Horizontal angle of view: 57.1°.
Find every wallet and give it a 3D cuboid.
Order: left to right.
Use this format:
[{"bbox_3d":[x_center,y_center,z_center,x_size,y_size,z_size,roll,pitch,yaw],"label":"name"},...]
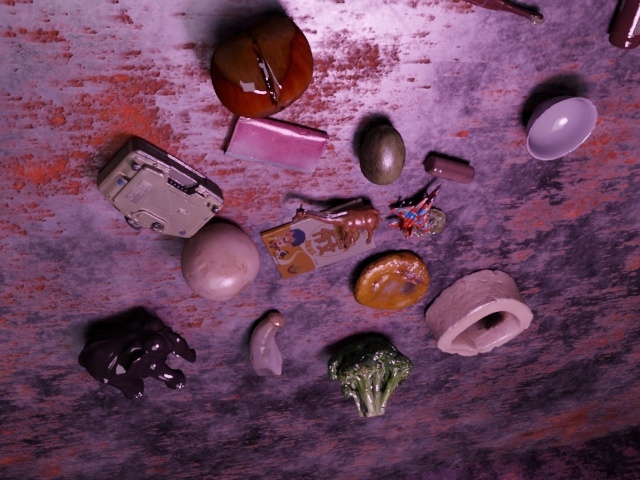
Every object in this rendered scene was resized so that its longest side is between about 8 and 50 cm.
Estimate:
[{"bbox_3d":[-0.102,-0.229,1.399,0.232,0.025,0.119,9,132,-26],"label":"wallet"}]

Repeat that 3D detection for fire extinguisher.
[{"bbox_3d":[0.718,-0.550,1.302,0.099,0.071,0.231,-31,143,-27],"label":"fire extinguisher"}]

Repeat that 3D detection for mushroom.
[{"bbox_3d":[-0.263,0.049,1.552,0.206,0.209,0.207,-3,107,-11],"label":"mushroom"},{"bbox_3d":[-0.178,0.341,1.927,0.118,0.103,0.270,-5,131,-12],"label":"mushroom"}]

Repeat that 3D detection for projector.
[{"bbox_3d":[-0.383,-0.103,1.396,0.193,0.088,0.269,-40,133,20],"label":"projector"}]

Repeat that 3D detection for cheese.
[{"bbox_3d":[0.543,0.264,2.035,0.332,0.153,0.292,-35,135,20],"label":"cheese"}]

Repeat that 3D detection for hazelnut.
[{"bbox_3d":[-0.111,-0.332,1.177,0.212,0.181,0.181,-26,118,-5],"label":"hazelnut"}]

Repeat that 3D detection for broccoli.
[{"bbox_3d":[0.172,0.477,2.073,0.307,0.275,0.308,-2,163,-1],"label":"broccoli"}]

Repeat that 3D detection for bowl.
[{"bbox_3d":[0.595,-0.305,1.500,0.188,0.086,0.189,-10,137,-10],"label":"bowl"}]

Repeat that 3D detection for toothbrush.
[{"bbox_3d":[0.328,-0.512,1.230,0.363,0.041,0.041,8,132,-25],"label":"toothbrush"}]

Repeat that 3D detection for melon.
[{"bbox_3d":[0.151,-0.203,1.443,0.114,0.114,0.167,-8,137,-10],"label":"melon"}]

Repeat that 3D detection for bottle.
[{"bbox_3d":[0.345,-0.188,1.567,0.140,0.053,0.053,10,131,-27],"label":"bottle"}]

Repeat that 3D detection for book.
[{"bbox_3d":[0.000,0.000,1.681,0.295,0.020,0.208,-20,137,3],"label":"book"}]

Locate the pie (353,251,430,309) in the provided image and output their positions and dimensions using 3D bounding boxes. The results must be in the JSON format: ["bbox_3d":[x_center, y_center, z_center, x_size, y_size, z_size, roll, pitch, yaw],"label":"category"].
[{"bbox_3d":[0.226,0.136,1.860,0.273,0.069,0.273,-10,139,-9],"label":"pie"}]

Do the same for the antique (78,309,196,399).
[{"bbox_3d":[-0.550,0.345,1.746,0.322,0.185,0.255,-12,139,0],"label":"antique"}]

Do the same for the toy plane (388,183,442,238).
[{"bbox_3d":[0.277,-0.090,1.641,0.130,0.061,0.189,30,111,-16],"label":"toy plane"}]

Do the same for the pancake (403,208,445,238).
[{"bbox_3d":[0.306,-0.050,1.723,0.129,0.023,0.116,-3,133,-15],"label":"pancake"}]

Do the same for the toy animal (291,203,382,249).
[{"bbox_3d":[0.051,-0.050,1.579,0.224,0.066,0.230,-20,146,4],"label":"toy animal"}]
